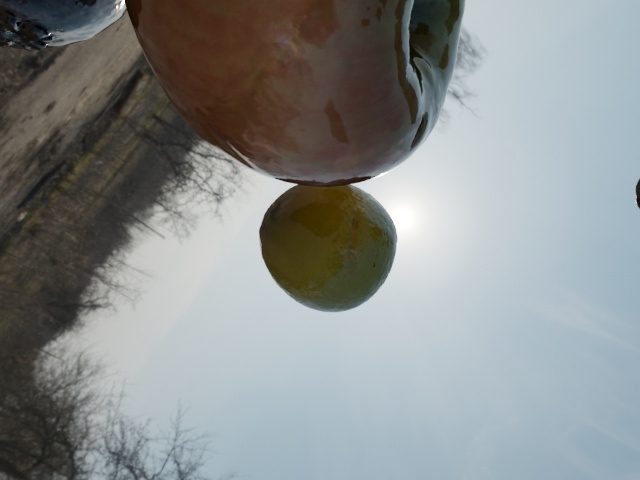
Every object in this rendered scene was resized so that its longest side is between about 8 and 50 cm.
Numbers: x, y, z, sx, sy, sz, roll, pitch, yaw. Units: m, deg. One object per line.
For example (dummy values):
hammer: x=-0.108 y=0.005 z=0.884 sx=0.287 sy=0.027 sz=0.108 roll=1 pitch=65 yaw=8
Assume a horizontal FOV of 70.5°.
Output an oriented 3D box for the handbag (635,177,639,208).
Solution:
handbag: x=0.715 y=-0.226 z=0.679 sx=0.316 sy=0.180 sz=0.416 roll=-53 pitch=170 yaw=-24

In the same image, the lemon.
lemon: x=0.000 y=0.000 z=0.823 sx=0.240 sy=0.219 sz=0.240 roll=-44 pitch=-149 yaw=35

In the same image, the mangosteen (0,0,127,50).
mangosteen: x=-0.373 y=-0.385 z=0.541 sx=0.298 sy=0.292 sz=0.297 roll=-5 pitch=-161 yaw=2

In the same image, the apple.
apple: x=-0.024 y=-0.266 z=0.513 sx=0.347 sy=0.391 sz=0.391 roll=17 pitch=-117 yaw=21
